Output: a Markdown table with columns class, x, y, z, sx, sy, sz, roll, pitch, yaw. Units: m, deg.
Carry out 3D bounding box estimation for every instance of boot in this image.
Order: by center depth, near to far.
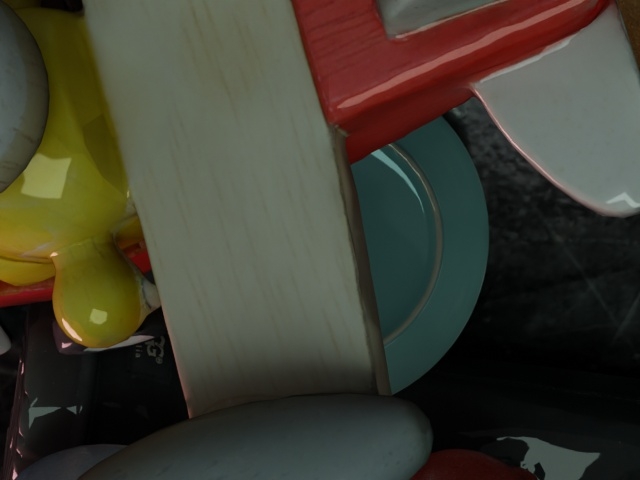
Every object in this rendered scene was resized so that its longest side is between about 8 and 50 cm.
| class | x | y | z | sx | sy | sz | roll | pitch | yaw |
| --- | --- | --- | --- | --- | --- | --- | --- | --- | --- |
| boot | 0.018 | 0.221 | 0.933 | 0.445 | 0.146 | 0.367 | 8 | 126 | -14 |

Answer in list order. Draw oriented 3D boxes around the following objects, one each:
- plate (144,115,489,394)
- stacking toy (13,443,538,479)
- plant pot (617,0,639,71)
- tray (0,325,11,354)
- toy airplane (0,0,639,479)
| class | x | y | z | sx | sy | sz | roll | pitch | yaw |
| --- | --- | --- | --- | --- | --- | --- | --- | --- | --- |
| plate | 0.000 | 0.000 | 0.784 | 0.188 | 0.024 | 0.188 | -1 | 94 | -8 |
| stacking toy | -0.028 | 0.226 | 0.794 | 0.308 | 0.130 | 0.280 | 3 | 122 | -1 |
| plant pot | 0.233 | -0.132 | 0.659 | 0.254 | 0.237 | 0.237 | 16 | 123 | 4 |
| tray | -0.332 | 0.068 | 0.865 | 0.270 | 0.030 | 0.145 | -22 | 122 | 12 |
| toy airplane | -0.064 | -0.056 | 0.587 | 0.272 | 0.386 | 0.384 | -2 | 120 | -54 |
